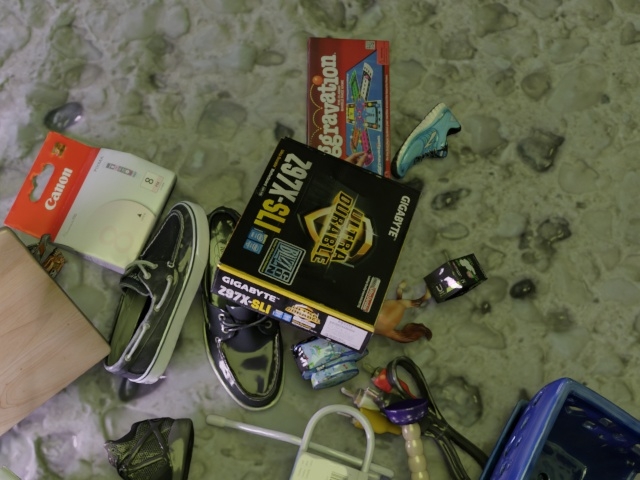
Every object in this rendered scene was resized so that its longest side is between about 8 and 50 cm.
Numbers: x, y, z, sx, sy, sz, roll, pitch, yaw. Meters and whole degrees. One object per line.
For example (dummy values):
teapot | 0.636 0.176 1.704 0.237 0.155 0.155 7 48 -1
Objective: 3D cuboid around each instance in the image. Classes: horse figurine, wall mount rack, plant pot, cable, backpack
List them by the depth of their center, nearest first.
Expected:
plant pot | 0.375 0.371 1.880 0.236 0.212 0.236 32 72 -8
wall mount rack | -0.061 0.411 1.882 0.304 0.130 0.350 20 72 -4
backpack | 0.020 0.188 1.956 0.114 0.105 0.084 -24 78 -5
cable | 0.170 0.296 1.988 0.287 0.072 0.139 36 63 -8
horse figurine | 0.075 0.084 2.000 0.263 0.066 0.174 41 48 4

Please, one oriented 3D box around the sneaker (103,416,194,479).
sneaker | -0.272 0.376 1.873 0.130 0.087 0.227 4 62 5

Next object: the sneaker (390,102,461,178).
sneaker | 0.185 -0.164 2.113 0.073 0.063 0.162 41 73 3

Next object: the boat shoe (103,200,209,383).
boat shoe | -0.267 0.072 1.939 0.102 0.108 0.301 26 80 -44

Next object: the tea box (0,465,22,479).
tea box | -0.419 0.553 1.740 0.329 0.220 0.323 36 73 5

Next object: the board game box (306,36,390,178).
board game box | 0.048 -0.219 2.132 0.145 0.027 0.281 2 73 -5

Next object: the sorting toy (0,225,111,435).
sorting toy | -0.499 0.139 1.856 0.257 0.089 0.255 -37 115 -3

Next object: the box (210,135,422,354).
box | 0.000 0.000 1.942 0.257 0.079 0.322 21 47 2

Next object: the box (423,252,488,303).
box | 0.224 0.063 2.029 0.083 0.062 0.052 -13 70 -51

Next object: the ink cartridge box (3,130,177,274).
ink cartridge box | -0.379 -0.068 2.022 0.232 0.066 0.189 24 72 -4

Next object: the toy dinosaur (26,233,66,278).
toy dinosaur | -0.569 0.065 1.917 0.322 0.164 0.218 -30 95 -35

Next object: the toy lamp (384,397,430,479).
toy lamp | 0.157 0.388 1.906 0.080 0.080 0.274 -13 92 -10

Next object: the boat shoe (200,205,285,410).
boat shoe | -0.128 0.101 1.967 0.127 0.113 0.340 -6 74 -8
